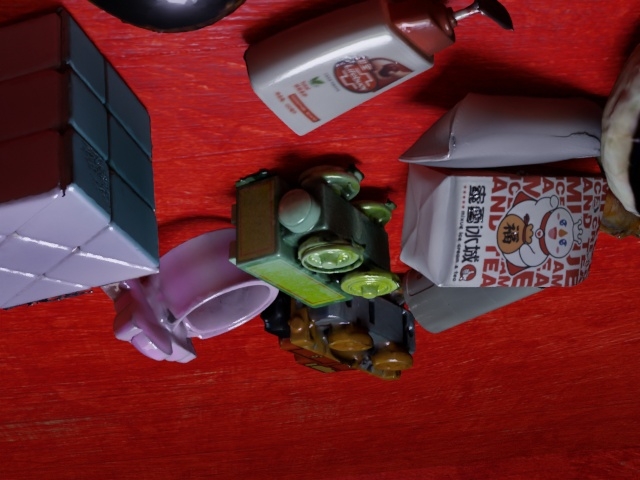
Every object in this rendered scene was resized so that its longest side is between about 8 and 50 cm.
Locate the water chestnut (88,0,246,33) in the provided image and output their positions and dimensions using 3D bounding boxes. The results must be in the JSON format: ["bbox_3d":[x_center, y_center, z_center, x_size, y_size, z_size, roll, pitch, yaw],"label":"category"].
[{"bbox_3d":[-0.125,-0.283,0.727,0.224,0.238,0.223,3,115,6],"label":"water chestnut"}]

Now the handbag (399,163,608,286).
[{"bbox_3d":[0.274,-0.028,1.304,0.298,0.171,0.151,0,-166,-17],"label":"handbag"}]

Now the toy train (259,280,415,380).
[{"bbox_3d":[0.035,0.149,1.648,0.232,0.163,0.369,-14,154,30],"label":"toy train"}]

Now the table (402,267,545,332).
[{"bbox_3d":[0.263,0.064,1.571,0.220,0.126,0.126,-29,147,35],"label":"table"}]

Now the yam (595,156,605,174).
[{"bbox_3d":[0.422,-0.124,1.329,0.054,0.054,0.132,-18,151,18],"label":"yam"}]

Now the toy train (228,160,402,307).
[{"bbox_3d":[0.000,0.000,1.343,0.188,0.159,0.272,-14,154,26],"label":"toy train"}]

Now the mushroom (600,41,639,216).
[{"bbox_3d":[0.447,-0.159,1.162,0.247,0.130,0.344,-53,151,-10],"label":"mushroom"}]

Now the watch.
[{"bbox_3d":[-0.194,0.062,1.411,0.218,0.210,0.248,-30,158,4],"label":"watch"}]

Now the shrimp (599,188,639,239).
[{"bbox_3d":[0.433,-0.033,1.499,0.287,0.062,0.152,18,146,-36],"label":"shrimp"}]

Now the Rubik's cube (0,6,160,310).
[{"bbox_3d":[-0.323,-0.076,1.018,0.222,0.224,0.231,-13,153,10],"label":"Rubik's cube"}]

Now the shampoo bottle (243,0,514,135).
[{"bbox_3d":[0.067,-0.211,1.033,0.284,0.071,0.153,-17,154,20],"label":"shampoo bottle"}]

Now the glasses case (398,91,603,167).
[{"bbox_3d":[0.241,-0.141,1.198,0.308,0.083,0.128,-5,175,-37],"label":"glasses case"}]
